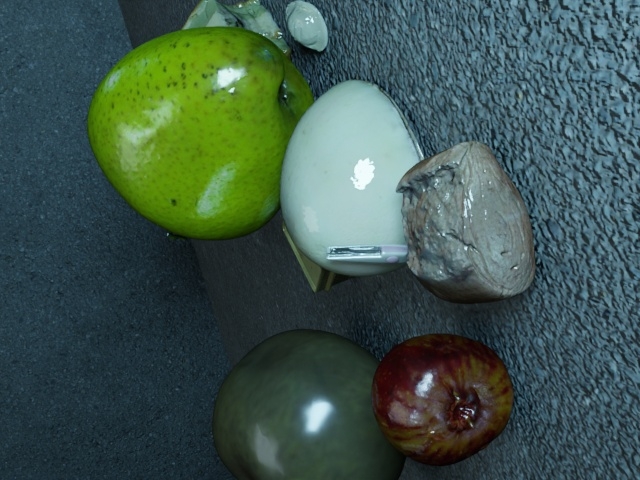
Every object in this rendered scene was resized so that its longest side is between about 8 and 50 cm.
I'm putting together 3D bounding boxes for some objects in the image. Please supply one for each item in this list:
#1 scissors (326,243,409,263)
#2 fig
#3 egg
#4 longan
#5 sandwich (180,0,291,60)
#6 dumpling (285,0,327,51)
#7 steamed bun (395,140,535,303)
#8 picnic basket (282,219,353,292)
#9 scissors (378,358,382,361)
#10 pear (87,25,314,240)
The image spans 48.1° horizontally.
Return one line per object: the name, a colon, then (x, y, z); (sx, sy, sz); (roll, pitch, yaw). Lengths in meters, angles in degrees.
scissors: (0.094, 0.017, 0.886); (0.085, 0.176, 0.022); (99, 170, -59)
fig: (0.138, 0.195, 0.934); (0.207, 0.175, 0.175); (12, 121, 69)
egg: (0.020, -0.077, 0.985); (0.264, 0.174, 0.286); (97, 151, -48)
longan: (-0.017, 0.321, 1.257); (0.361, 0.361, 0.361); (55, 157, 37)
sandwich: (-0.127, -0.310, 1.270); (0.198, 0.227, 0.155); (-43, 61, 32)
dumpling: (-0.019, -0.318, 1.045); (0.059, 0.043, 0.077); (-38, 69, 48)
steamed bun: (0.153, -0.013, 0.775); (0.145, 0.106, 0.175); (167, 85, -72)
picnic basket: (0.000, 0.000, 1.273); (0.164, 0.079, 0.115); (63, 162, 20)
scissors: (0.120, 0.224, 1.291); (0.083, 0.006, 0.036); (6, 117, 70)
pear: (-0.160, -0.173, 1.074); (0.342, 0.238, 0.318); (40, 132, -13)
